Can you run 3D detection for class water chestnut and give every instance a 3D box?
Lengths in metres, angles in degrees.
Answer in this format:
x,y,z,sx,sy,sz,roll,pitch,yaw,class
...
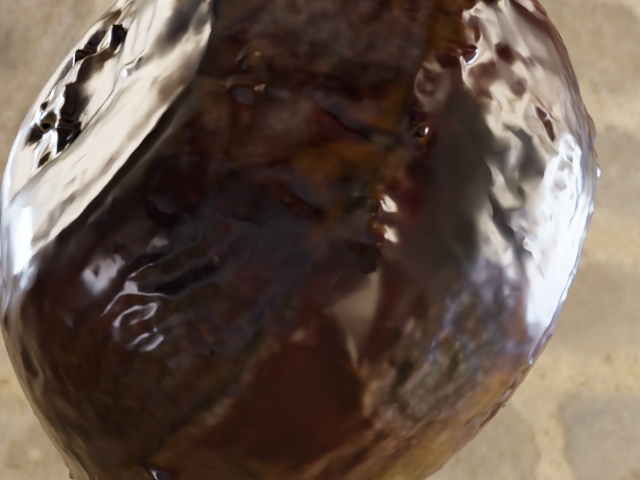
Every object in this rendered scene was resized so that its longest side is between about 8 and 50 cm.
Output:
x,y,z,sx,sy,sz,roll,pitch,yaw,class
0.000,0.000,0.759,0.302,0.350,0.350,38,-177,-26,water chestnut
